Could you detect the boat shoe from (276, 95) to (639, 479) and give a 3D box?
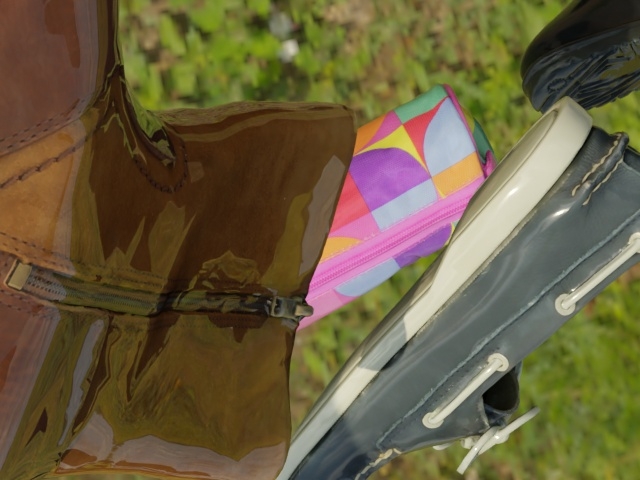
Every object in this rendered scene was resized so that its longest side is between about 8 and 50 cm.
[{"bbox_3d":[0.062,0.050,0.828,0.079,0.095,0.254,37,115,-1],"label":"boat shoe"}]

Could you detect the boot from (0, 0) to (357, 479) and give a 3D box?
[{"bbox_3d":[-0.049,-0.040,0.574,0.096,0.264,0.280,11,-176,29],"label":"boot"}]

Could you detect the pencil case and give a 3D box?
[{"bbox_3d":[0.000,0.000,1.135,0.236,0.104,0.104,-31,141,2],"label":"pencil case"}]

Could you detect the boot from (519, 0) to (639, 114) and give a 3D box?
[{"bbox_3d":[0.204,-0.215,1.423,0.246,0.207,0.094,-21,160,-30],"label":"boot"}]
